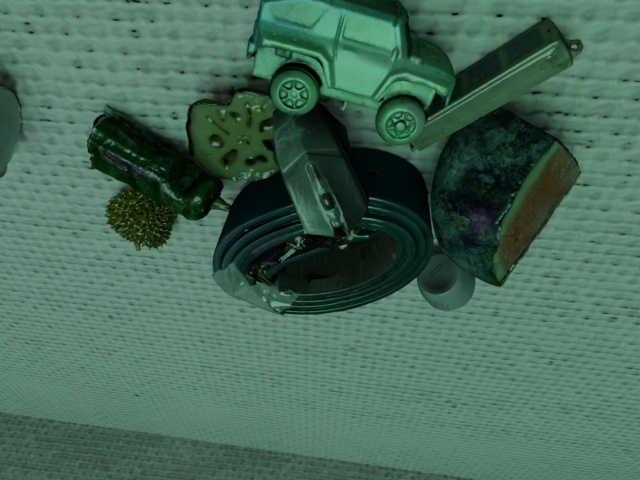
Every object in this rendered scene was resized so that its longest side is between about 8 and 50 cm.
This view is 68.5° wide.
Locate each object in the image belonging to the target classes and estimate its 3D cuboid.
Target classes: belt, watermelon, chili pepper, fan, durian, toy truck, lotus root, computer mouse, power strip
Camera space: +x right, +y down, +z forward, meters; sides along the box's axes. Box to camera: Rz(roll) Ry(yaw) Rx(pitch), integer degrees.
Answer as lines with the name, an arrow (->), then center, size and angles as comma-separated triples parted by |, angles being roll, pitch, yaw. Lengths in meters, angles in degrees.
belt -> 0.001, 0.000, 0.917 | 0.437, 0.173, 0.300 | -16, 131, 25
watermelon -> 0.313, -0.059, 0.762 | 0.226, 0.148, 0.318 | -13, 115, -14
chili pepper -> -0.291, -0.119, 0.882 | 0.271, 0.099, 0.136 | 25, 130, -9
fan -> -0.332, -0.166, 0.920 | 0.131, 0.009, 0.240 | -23, 129, 32
durian -> -0.397, -0.029, 1.022 | 0.147, 0.102, 0.208 | 18, 142, -18
toy truck -> 0.045, -0.251, 0.649 | 0.279, 0.154, 0.156 | 14, 130, -5
lotus root -> -0.134, -0.193, 0.806 | 0.184, 0.077, 0.203 | 7, 144, -14
computer mouse -> -0.008, -0.109, 0.716 | 0.126, 0.071, 0.231 | -19, 94, 10
power strip -> 0.236, -0.224, 0.695 | 0.272, 0.078, 0.052 | -27, 126, 35

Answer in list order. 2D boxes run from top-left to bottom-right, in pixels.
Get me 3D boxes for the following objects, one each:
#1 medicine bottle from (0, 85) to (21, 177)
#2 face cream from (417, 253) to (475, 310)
medicine bottle -> -0.722, -0.227, 0.791 | 0.333, 0.189, 0.190 | 18, 138, -10
face cream -> 0.266, 0.088, 1.003 | 0.117, 0.117, 0.104 | -17, 150, 27
